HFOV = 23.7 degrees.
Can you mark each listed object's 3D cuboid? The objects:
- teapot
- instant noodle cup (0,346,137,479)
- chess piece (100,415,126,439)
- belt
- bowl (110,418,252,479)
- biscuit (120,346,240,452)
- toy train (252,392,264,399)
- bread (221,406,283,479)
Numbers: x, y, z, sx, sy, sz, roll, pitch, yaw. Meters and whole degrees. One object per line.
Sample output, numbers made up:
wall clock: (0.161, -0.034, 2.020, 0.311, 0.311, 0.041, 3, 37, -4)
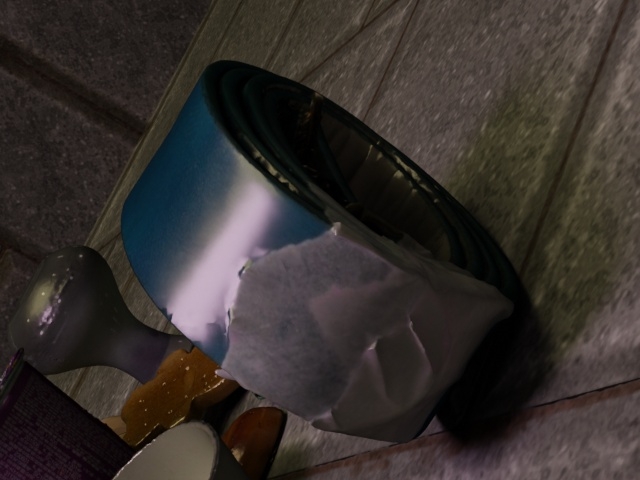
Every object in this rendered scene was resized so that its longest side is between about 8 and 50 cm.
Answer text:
teapot: (-0.284, 0.127, 2.043, 0.183, 0.251, 0.183, -55, 15, 22)
instant noodle cup: (-0.301, 0.322, 1.641, 0.340, 0.266, 0.340, -55, 10, 15)
chess piece: (-0.300, 0.298, 2.052, 0.397, 0.117, 0.117, -24, 37, 62)
belt: (0.000, -0.001, 1.253, 0.173, 0.300, 0.436, -56, 18, 18)
bowl: (-0.135, 0.288, 1.455, 0.211, 0.112, 0.211, -38, 23, 20)
biscuit: (-0.148, 0.172, 1.838, 0.225, 0.036, 0.166, -39, 25, 9)
toy train: (-0.075, 0.089, 1.723, 0.119, 0.085, 0.251, -45, 26, -3)
bread: (-0.093, 0.237, 1.605, 0.126, 0.044, 0.129, -43, 25, 51)
